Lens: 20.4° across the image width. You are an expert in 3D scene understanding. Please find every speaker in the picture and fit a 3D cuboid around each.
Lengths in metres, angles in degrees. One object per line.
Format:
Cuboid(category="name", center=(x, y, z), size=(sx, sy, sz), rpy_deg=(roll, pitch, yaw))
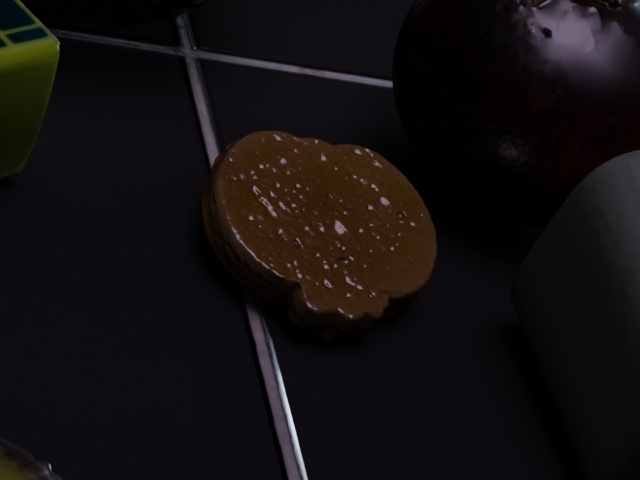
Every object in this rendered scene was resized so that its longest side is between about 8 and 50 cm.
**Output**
Cuboid(category="speaker", center=(0.347, 0.078, 1.209), size=(0.406, 0.183, 0.184), rpy_deg=(6, 48, -24))

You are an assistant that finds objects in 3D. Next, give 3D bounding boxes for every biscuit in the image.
Cuboid(category="biscuit", center=(-0.002, 0.002, 1.206), size=(0.170, 0.050, 0.170), rpy_deg=(17, 46, -18))

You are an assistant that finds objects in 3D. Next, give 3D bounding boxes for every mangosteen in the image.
Cuboid(category="mangosteen", center=(0.179, -0.142, 1.296), size=(0.236, 0.261, 0.235), rpy_deg=(14, 41, -12))

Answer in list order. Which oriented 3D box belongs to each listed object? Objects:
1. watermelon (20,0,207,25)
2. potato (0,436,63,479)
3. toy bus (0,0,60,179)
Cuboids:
Cuboid(category="watermelon", center=(-0.151, -0.298, 1.273), size=(0.285, 0.285, 0.285), rpy_deg=(15, 39, -13))
Cuboid(category="potato", center=(-0.246, 0.157, 0.842), size=(0.272, 0.111, 0.160), rpy_deg=(10, 27, -7))
Cuboid(category="toy bus", center=(-0.301, -0.086, 1.075), size=(0.262, 0.128, 0.150), rpy_deg=(-21, 58, -44))
